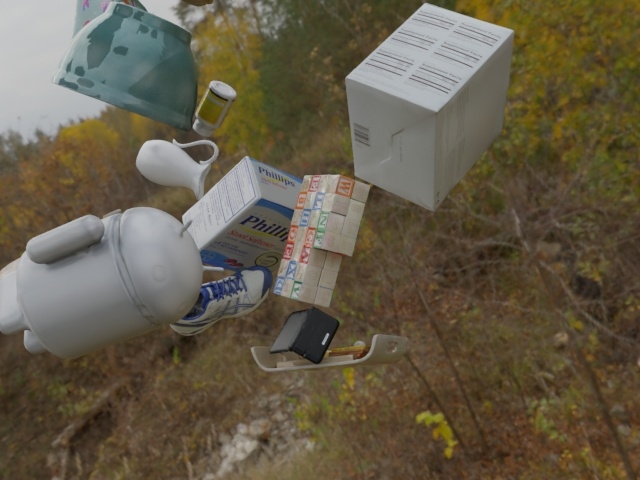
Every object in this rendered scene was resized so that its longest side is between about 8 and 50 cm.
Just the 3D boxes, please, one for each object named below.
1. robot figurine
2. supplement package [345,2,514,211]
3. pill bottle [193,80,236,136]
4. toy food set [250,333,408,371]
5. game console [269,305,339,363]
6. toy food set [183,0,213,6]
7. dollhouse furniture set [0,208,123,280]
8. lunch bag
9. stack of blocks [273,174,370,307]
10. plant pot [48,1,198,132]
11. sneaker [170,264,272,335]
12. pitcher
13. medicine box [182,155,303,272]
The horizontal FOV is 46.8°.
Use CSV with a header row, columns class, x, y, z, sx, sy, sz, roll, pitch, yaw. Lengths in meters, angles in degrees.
class,x,y,z,sx,sy,sz,roll,pitch,yaw
robot figurine,-0.345,0.067,1.209,0.354,0.300,0.199,-19,56,6
supplement package,0.158,-0.195,1.072,0.149,0.194,0.203,28,59,26
pill bottle,-0.239,-0.291,1.645,0.116,0.065,0.065,-57,-3,26
toy food set,0.026,0.248,1.703,0.306,0.092,0.220,-10,-13,22
game console,-0.034,0.210,1.603,0.122,0.107,0.071,-61,-1,-38
toy food set,-0.261,-0.498,1.479,0.083,0.082,0.020,15,78,32
dollhouse furniture set,-0.582,0.097,1.717,0.356,0.303,0.173,-23,50,0
lunch bag,-0.551,-0.546,2.017,0.160,0.223,0.262,3,-9,15
stack of blocks,0.000,0.000,1.725,0.087,0.296,0.171,17,-4,-30
plant pot,-0.374,-0.361,1.507,0.293,0.293,0.196,-136,66,-78
sneaker,-0.260,0.152,1.923,0.297,0.111,0.131,-31,-21,-6
pitcher,-0.417,-0.236,2.170,0.125,0.207,0.177,112,-179,-79
medicine box,-0.173,-0.051,1.973,0.264,0.149,0.289,19,-47,-43
